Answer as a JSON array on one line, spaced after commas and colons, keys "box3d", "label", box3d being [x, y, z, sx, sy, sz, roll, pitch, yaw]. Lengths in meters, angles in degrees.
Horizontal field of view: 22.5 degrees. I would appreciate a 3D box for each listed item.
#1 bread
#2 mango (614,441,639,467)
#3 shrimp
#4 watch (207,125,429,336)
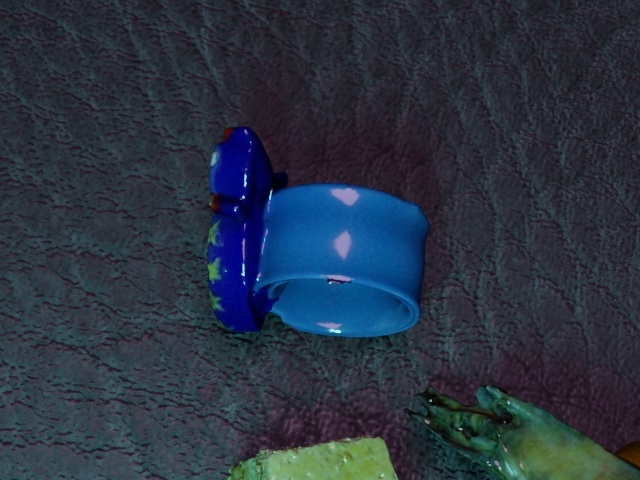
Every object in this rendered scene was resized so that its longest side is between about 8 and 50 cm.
[{"box3d": [0.003, 0.278, 1.426, 0.138, 0.102, 0.196, -7, 71, -28], "label": "bread"}, {"box3d": [0.322, 0.274, 1.462, 0.137, 0.098, 0.195, -19, 65, -6], "label": "mango"}, {"box3d": [0.225, 0.296, 1.413, 0.445, 0.085, 0.272, 42, 117, 25], "label": "shrimp"}, {"box3d": [0.000, 0.008, 1.499, 0.200, 0.196, 0.171, 6, 78, 7], "label": "watch"}]
